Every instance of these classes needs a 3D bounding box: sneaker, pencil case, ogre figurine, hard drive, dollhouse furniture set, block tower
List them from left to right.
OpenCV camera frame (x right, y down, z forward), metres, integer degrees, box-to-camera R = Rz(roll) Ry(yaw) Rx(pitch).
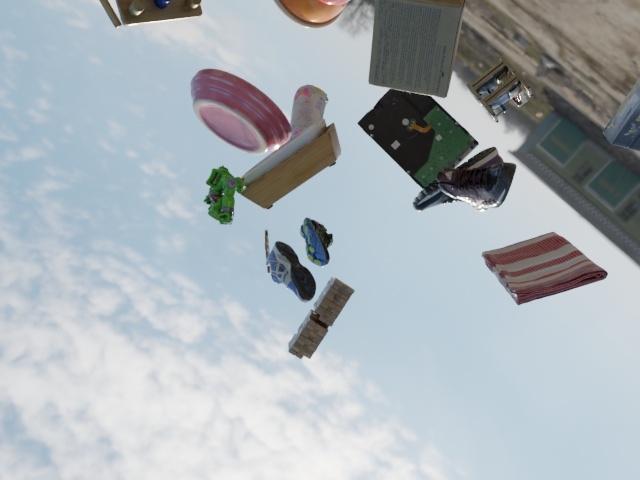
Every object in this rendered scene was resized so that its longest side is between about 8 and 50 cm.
[{"bbox_3d":[-0.252,-0.120,1.742,0.097,0.118,0.197,17,-165,-6],"label":"ogre figurine"},{"bbox_3d":[-0.081,0.098,1.849,0.080,0.081,0.211,16,-149,-43],"label":"sneaker"},{"bbox_3d":[-0.040,-0.418,2.328,0.124,0.113,0.273,5,-135,1],"label":"pencil case"},{"bbox_3d":[0.000,0.000,1.692,0.078,0.067,0.188,12,-154,-17],"label":"sneaker"},{"bbox_3d":[0.001,0.295,2.594,0.091,0.335,0.097,32,-171,-11],"label":"block tower"},{"bbox_3d":[0.321,-0.352,2.239,0.339,0.237,0.064,46,-168,10],"label":"hard drive"},{"bbox_3d":[0.402,-0.138,1.912,0.124,0.283,0.107,57,-174,-10],"label":"sneaker"},{"bbox_3d":[0.381,-0.147,1.727,0.162,0.106,0.281,20,168,0],"label":"sneaker"},{"bbox_3d":[0.531,-0.409,1.962,0.129,0.129,0.184,58,-166,25],"label":"dollhouse furniture set"}]

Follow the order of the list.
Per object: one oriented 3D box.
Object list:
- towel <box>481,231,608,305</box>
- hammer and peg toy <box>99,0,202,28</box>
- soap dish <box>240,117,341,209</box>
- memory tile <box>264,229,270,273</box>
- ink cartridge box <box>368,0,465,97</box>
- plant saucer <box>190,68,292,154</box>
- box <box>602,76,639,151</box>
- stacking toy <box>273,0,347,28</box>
[{"bbox_3d":[0.591,0.062,1.838,0.329,0.237,0.037,-101,-6,-70],"label":"towel"},{"bbox_3d":[-0.535,-0.745,1.958,0.361,0.127,0.266,-21,-81,-32],"label":"hammer and peg toy"},{"bbox_3d":[-0.075,-0.213,1.889,0.118,0.291,0.229,55,-166,-10],"label":"soap dish"},{"bbox_3d":[-0.200,0.041,2.570,0.012,0.148,0.113,-4,-141,-2],"label":"memory tile"},{"bbox_3d":[0.217,-0.459,1.549,0.193,0.234,0.088,13,-133,9],"label":"ink cartridge box"},{"bbox_3d":[-0.246,-0.359,1.985,0.332,0.084,0.332,26,161,10],"label":"plant saucer"},{"bbox_3d":[0.790,-0.306,1.546,0.183,0.231,0.056,10,-140,-14],"label":"box"},{"bbox_3d":[0.072,-0.912,2.203,0.350,0.350,0.480,25,166,-34],"label":"stacking toy"}]
